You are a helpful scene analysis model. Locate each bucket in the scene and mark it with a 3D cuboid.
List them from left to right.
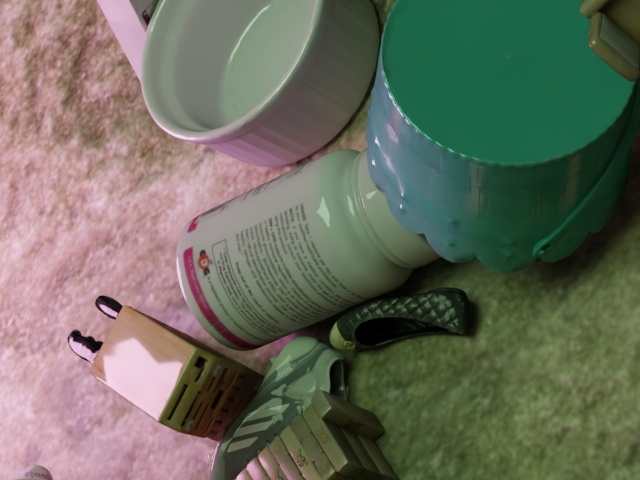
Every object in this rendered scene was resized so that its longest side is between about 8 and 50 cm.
[{"bbox_3d":[0.176,-0.131,1.856,0.281,0.183,0.281,0,63,0],"label":"bucket"}]

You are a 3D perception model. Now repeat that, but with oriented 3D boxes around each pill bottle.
[{"bbox_3d":[0.000,0.000,2.050,0.283,0.160,0.160,-24,55,32],"label":"pill bottle"}]

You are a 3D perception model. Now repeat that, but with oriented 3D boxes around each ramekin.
[{"bbox_3d":[-0.063,-0.219,2.236,0.277,0.135,0.277,-21,56,35],"label":"ramekin"}]

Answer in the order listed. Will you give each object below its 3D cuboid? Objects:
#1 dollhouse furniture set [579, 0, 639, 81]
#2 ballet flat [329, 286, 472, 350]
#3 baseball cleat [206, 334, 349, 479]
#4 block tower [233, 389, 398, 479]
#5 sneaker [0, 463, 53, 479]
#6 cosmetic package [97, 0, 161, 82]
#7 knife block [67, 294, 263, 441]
[{"bbox_3d":[0.422,-0.185,1.629,0.303,0.286,0.198,-43,16,31],"label":"dollhouse furniture set"},{"bbox_3d":[0.078,0.088,2.007,0.173,0.057,0.049,-17,53,35],"label":"ballet flat"},{"bbox_3d":[-0.042,0.200,2.054,0.109,0.072,0.206,28,92,43],"label":"baseball cleat"},{"bbox_3d":[-0.065,0.309,2.006,0.335,0.091,0.097,-48,46,14],"label":"block tower"},{"bbox_3d":[-0.422,0.370,2.306,0.305,0.114,0.152,-29,39,24],"label":"sneaker"},{"bbox_3d":[-0.213,-0.302,2.313,0.060,0.239,0.099,9,53,33],"label":"cosmetic package"},{"bbox_3d":[-0.196,0.128,2.117,0.242,0.275,0.088,25,88,16],"label":"knife block"}]
